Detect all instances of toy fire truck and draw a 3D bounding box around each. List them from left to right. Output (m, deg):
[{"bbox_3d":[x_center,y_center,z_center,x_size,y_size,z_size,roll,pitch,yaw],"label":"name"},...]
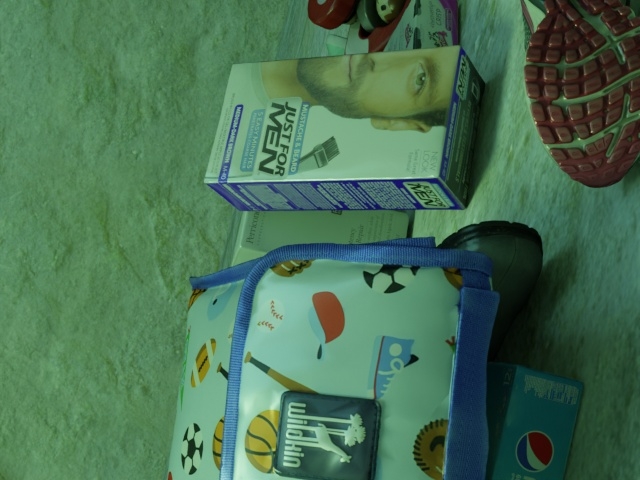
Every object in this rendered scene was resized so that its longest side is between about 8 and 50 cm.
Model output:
[{"bbox_3d":[0.127,-0.433,1.789,0.254,0.169,0.302,-3,71,57],"label":"toy fire truck"}]

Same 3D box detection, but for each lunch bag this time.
[{"bbox_3d":[0.009,0.178,0.995,0.385,0.239,0.328,-12,70,60],"label":"lunch bag"}]

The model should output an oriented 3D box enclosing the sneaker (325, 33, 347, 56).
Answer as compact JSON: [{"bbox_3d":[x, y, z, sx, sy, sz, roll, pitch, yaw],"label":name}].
[{"bbox_3d":[0.046,-0.300,2.091,0.256,0.094,0.151,-122,45,-75],"label":"sneaker"}]

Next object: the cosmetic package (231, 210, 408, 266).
[{"bbox_3d":[0.000,0.000,1.587,0.085,0.231,0.117,118,163,-64],"label":"cosmetic package"}]

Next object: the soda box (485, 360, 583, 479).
[{"bbox_3d":[0.165,0.216,0.981,0.071,0.067,0.210,168,117,-76],"label":"soda box"}]

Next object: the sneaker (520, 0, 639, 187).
[{"bbox_3d":[0.249,-0.181,1.046,0.112,0.121,0.299,56,-152,-58],"label":"sneaker"}]

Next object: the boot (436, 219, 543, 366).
[{"bbox_3d":[0.146,0.156,1.107,0.338,0.118,0.223,109,163,-47],"label":"boot"}]

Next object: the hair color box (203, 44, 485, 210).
[{"bbox_3d":[0.029,-0.140,1.456,0.110,0.339,0.185,42,-126,-56],"label":"hair color box"}]

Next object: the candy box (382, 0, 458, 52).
[{"bbox_3d":[0.130,-0.238,1.686,0.233,0.071,0.159,120,161,-51],"label":"candy box"}]
